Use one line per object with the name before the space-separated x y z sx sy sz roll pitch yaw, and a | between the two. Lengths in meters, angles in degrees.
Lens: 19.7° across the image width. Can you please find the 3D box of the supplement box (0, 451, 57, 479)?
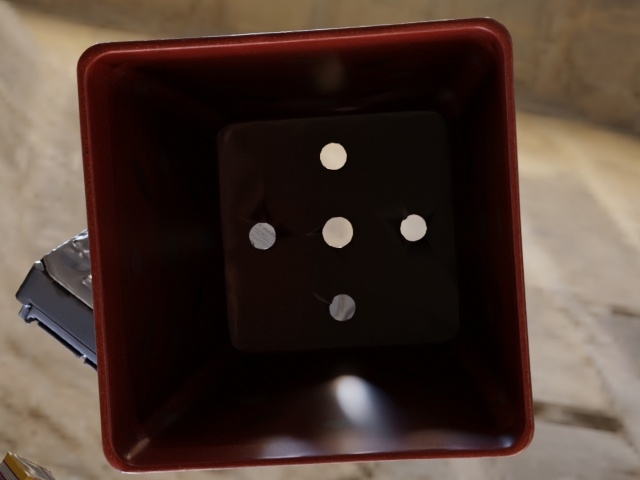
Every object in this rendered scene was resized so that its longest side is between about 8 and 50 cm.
supplement box | -0.232 0.210 1.385 0.083 0.043 0.055 -58 30 0

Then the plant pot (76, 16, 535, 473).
plant pot | 0.000 0.000 1.239 0.236 0.267 0.267 -27 -66 -84

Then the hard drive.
hard drive | -0.101 0.054 1.694 0.064 0.237 0.339 -57 -9 28
